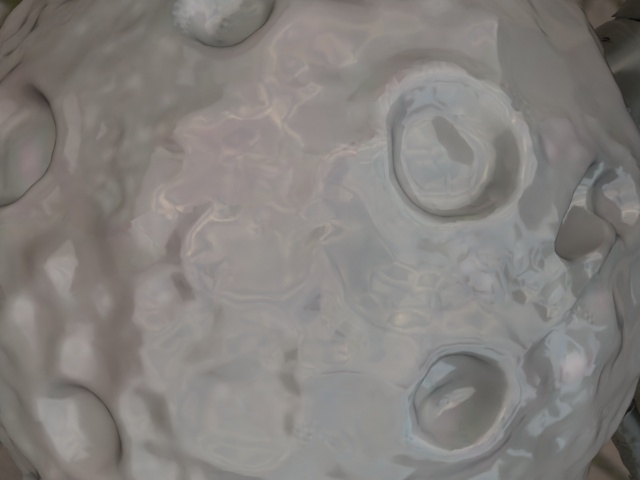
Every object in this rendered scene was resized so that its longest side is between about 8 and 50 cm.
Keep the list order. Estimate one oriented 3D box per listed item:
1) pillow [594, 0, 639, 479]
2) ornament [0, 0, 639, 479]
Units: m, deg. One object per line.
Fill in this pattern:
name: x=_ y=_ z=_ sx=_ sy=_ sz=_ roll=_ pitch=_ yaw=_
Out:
pillow: x=0.241 y=-0.013 z=1.185 sx=0.228 sy=0.101 sz=0.326 roll=-40 pitch=121 yaw=-20
ornament: x=0.000 y=0.000 z=0.859 sx=0.337 sy=0.337 sz=0.337 roll=-4 pitch=98 yaw=-31
